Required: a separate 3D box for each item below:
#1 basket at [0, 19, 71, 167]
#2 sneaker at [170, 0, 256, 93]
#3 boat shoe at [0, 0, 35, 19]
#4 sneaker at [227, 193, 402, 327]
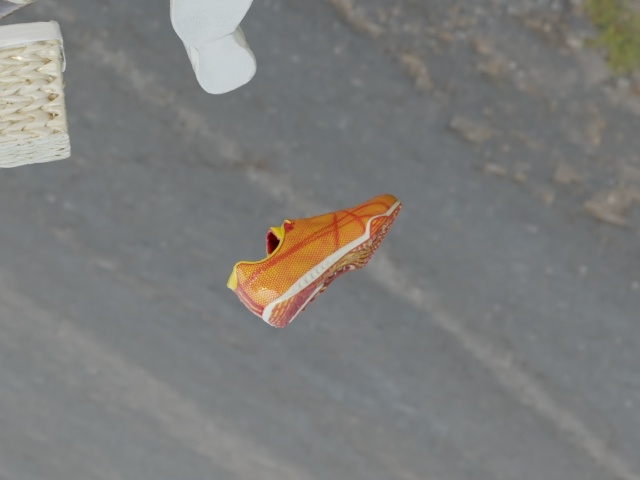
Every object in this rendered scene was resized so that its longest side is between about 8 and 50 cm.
[{"bbox_3d":[-0.295,-0.115,1.570,0.167,0.103,0.113,-8,173,-7],"label":"basket"},{"bbox_3d":[-0.108,-0.221,1.668,0.080,0.094,0.212,-20,155,-10],"label":"sneaker"},{"bbox_3d":[-0.282,-0.372,1.939,0.123,0.342,0.123,26,150,-18],"label":"boat shoe"},{"bbox_3d":[0.000,0.000,1.431,0.067,0.175,0.064,42,136,16],"label":"sneaker"}]
